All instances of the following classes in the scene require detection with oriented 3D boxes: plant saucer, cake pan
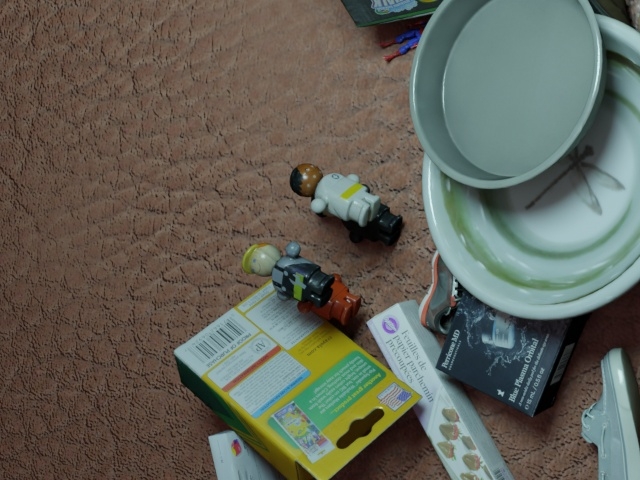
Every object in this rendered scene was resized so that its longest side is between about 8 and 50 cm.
[{"bbox_3d":[0.317,-0.093,1.455,0.400,0.100,0.401,-7,80,42],"label":"plant saucer"},{"bbox_3d":[0.244,-0.209,1.433,0.293,0.054,0.293,-6,81,42],"label":"cake pan"}]

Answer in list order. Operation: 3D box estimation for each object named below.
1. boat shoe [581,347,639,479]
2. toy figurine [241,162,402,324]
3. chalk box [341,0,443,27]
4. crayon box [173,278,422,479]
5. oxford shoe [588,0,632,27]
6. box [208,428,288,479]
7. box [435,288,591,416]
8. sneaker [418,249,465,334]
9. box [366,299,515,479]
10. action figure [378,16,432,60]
[{"bbox_3d":[0.390,0.259,1.491,0.081,0.079,0.228,-7,93,24],"label":"boat shoe"},{"bbox_3d":[0.000,0.000,1.609,0.148,0.209,0.213,28,88,22],"label":"toy figurine"},{"bbox_3d":[0.107,-0.424,1.529,0.180,0.289,0.179,-6,57,27],"label":"chalk box"},{"bbox_3d":[-0.035,0.218,1.627,0.323,0.203,0.083,36,149,32],"label":"crayon box"},{"bbox_3d":[0.385,-0.285,1.463,0.227,0.096,0.083,53,149,-6],"label":"oxford shoe"},{"bbox_3d":[-0.087,0.349,1.695,0.038,0.186,0.145,-16,86,31],"label":"box"},{"bbox_3d":[0.268,0.138,1.545,0.158,0.093,0.156,25,104,27],"label":"box"},{"bbox_3d":[0.194,0.065,1.591,0.065,0.061,0.158,40,124,47],"label":"sneaker"},{"bbox_3d":[0.179,0.242,1.614,0.063,0.067,0.324,-35,77,26],"label":"box"},{"bbox_3d":[0.141,-0.300,1.629,0.115,0.030,0.038,-22,77,26],"label":"action figure"}]
